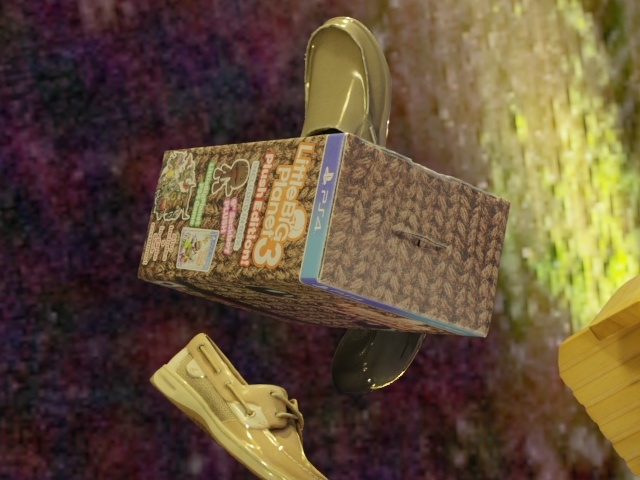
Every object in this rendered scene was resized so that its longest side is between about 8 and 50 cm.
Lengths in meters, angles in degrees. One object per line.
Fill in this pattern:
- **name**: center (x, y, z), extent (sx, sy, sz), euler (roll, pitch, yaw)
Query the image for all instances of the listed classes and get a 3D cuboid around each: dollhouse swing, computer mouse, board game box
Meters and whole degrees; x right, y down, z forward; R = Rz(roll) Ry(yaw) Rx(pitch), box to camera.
- **dollhouse swing**: center (0.509, 0.261, 2.084), extent (0.346, 0.305, 0.315), euler (53, 30, 2)
- **computer mouse**: center (0.108, 0.117, 1.973), extent (0.188, 0.072, 0.272), euler (11, 109, -48)
- **board game box**: center (0.000, 0.000, 1.373), extent (0.232, 0.291, 0.141), euler (19, 77, -39)

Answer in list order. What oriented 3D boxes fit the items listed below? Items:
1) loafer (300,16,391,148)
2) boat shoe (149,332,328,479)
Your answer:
- **loafer**: center (0.025, -0.141, 1.618), extent (0.092, 0.102, 0.268), euler (6, 76, -57)
- **boat shoe**: center (-0.083, 0.232, 1.745), extent (0.110, 0.341, 0.121), euler (-49, 145, -9)
